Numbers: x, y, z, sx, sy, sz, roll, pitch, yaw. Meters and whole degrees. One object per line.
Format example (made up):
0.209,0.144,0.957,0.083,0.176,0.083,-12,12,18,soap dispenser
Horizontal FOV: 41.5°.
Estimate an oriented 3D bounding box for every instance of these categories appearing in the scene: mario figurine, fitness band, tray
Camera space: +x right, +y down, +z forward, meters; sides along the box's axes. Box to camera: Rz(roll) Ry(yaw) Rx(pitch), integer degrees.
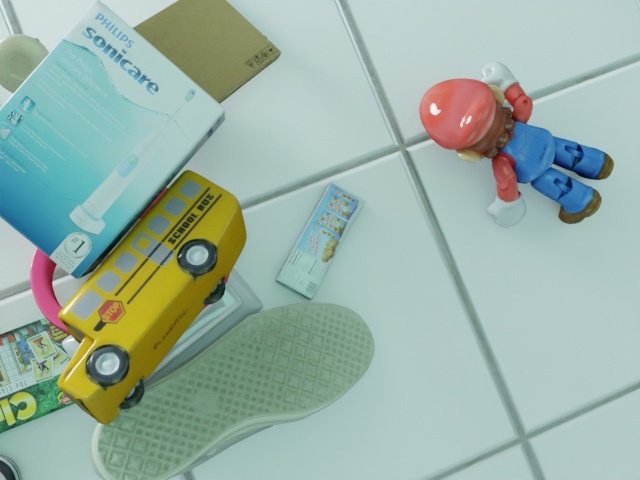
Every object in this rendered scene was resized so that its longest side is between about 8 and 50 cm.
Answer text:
0.295,-0.152,1.349,0.321,0.170,0.198,27,43,-14,mario figurine
-0.271,0.034,1.229,0.291,0.054,0.209,-18,65,-11,fitness band
-0.228,0.123,1.247,0.270,0.030,0.145,-38,89,-17,tray

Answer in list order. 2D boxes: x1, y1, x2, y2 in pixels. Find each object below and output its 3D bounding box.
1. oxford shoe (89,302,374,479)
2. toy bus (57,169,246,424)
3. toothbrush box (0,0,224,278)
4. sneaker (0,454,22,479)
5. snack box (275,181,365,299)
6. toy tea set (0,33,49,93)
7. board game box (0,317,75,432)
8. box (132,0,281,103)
-0.123,0.217,1.222,0.449,0.130,0.169,-25,80,-25,oxford shoe
-0.226,0.071,1.118,0.130,0.108,0.332,30,66,16,toy bus
-0.301,-0.130,1.127,0.216,0.126,0.295,40,89,-7,toothbrush box
-0.574,0.374,1.129,0.321,0.127,0.126,-22,87,-9,sneaker
0.000,0.000,1.313,0.064,0.022,0.178,29,79,-2,snack box
-0.386,-0.208,1.260,0.336,0.124,0.200,16,110,-9,toy tea set
-0.474,0.212,1.214,0.260,0.030,0.136,-22,88,-10,board game box
-0.174,-0.295,1.280,0.164,0.021,0.201,43,49,-1,box
